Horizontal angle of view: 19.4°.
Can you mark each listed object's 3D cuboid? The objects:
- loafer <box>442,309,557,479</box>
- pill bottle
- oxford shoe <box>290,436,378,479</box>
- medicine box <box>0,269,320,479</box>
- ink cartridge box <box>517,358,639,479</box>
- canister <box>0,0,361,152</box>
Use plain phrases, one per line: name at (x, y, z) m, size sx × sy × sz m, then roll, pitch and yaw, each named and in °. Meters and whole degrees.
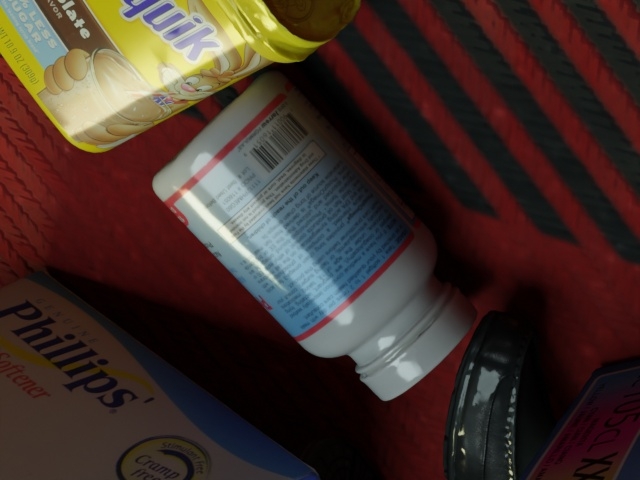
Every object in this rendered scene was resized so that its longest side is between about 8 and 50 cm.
loafer at (0.109, 0.127, 0.962) m, size 0.078 × 0.076 × 0.223 m, roll 10°, pitch 132°, yaw 21°
pill bottle at (0.000, 0.000, 0.924) m, size 0.160 × 0.087 × 0.087 m, roll 47°, pitch 135°, yaw -5°
oxford shoe at (-0.006, 0.205, 1.089) m, size 0.096 × 0.083 × 0.227 m, roll 14°, pitch 128°, yaw 30°
medicine box at (-0.121, 0.208, 1.059) m, size 0.263 × 0.149 × 0.289 m, roll 31°, pitch 140°, yaw 42°
ink cartridge box at (0.310, 0.161, 0.801) m, size 0.395 × 0.151 × 0.270 m, roll -17°, pitch 112°, yaw 39°
canister at (-0.080, -0.121, 0.895) m, size 0.170 × 0.073 × 0.126 m, roll -23°, pitch 108°, yaw 44°
